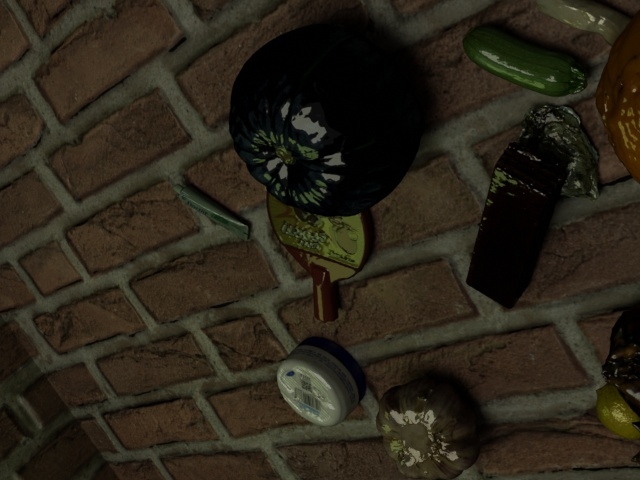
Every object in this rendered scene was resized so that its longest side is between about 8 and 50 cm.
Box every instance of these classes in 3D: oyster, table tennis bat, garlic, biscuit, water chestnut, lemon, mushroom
[{"bbox_3d":[0.402,-0.144,1.678,0.124,0.064,0.177,-7,107,30],"label":"oyster"},{"bbox_3d":[0.000,0.000,2.161,0.268,0.051,0.415,18,129,31],"label":"table tennis bat"},{"bbox_3d":[0.244,0.413,2.199,0.244,0.160,0.245,8,107,29],"label":"garlic"},{"bbox_3d":[0.338,-0.017,1.755,0.107,0.073,0.388,32,151,19],"label":"biscuit"},{"bbox_3d":[0.572,0.201,1.671,0.238,0.224,0.224,1,136,-11],"label":"water chestnut"},{"bbox_3d":[0.574,0.313,1.850,0.133,0.109,0.109,33,139,7],"label":"lemon"},{"bbox_3d":[0.407,-0.339,1.521,0.202,0.054,0.059,35,140,22],"label":"mushroom"}]

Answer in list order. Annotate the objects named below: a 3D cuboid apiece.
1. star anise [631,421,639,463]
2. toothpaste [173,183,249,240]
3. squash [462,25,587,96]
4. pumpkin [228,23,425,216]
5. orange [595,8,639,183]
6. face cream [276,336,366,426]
[{"bbox_3d":[0.644,0.399,1.770,0.237,0.346,0.148,45,180,-22],"label":"star anise"},{"bbox_3d":[-0.256,-0.071,2.339,0.218,0.041,0.064,33,149,13],"label":"toothpaste"},{"bbox_3d":[0.330,-0.288,1.613,0.219,0.068,0.077,25,130,24],"label":"squash"},{"bbox_3d":[0.005,-0.212,1.815,0.363,0.266,0.363,24,139,23],"label":"pumpkin"},{"bbox_3d":[0.549,-0.201,1.316,0.340,0.293,0.341,29,152,17],"label":"orange"},{"bbox_3d":[-0.003,0.344,2.390,0.205,0.111,0.206,24,134,28],"label":"face cream"}]
